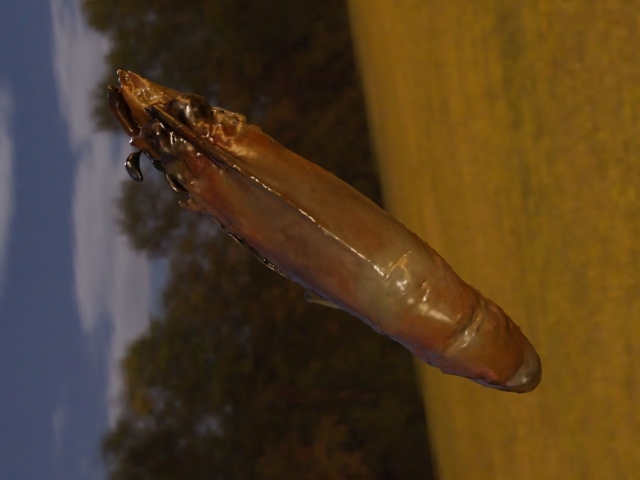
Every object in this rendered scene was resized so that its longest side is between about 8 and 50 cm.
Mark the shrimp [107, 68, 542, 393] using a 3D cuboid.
[{"bbox_3d":[0.000,0.000,0.648,0.042,0.190,0.101,-55,4,-3],"label":"shrimp"}]
